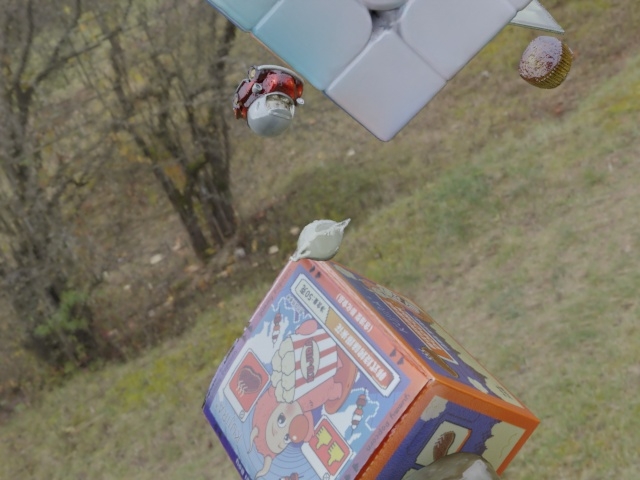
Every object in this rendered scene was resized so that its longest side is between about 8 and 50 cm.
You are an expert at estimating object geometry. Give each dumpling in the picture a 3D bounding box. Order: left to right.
[{"bbox_3d":[-0.002,-0.002,1.064,0.076,0.052,0.057,-66,20,0],"label":"dumpling"}]

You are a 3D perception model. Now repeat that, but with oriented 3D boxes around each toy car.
[{"bbox_3d":[-0.096,-0.237,1.586,0.139,0.112,0.112,-39,50,42],"label":"toy car"}]

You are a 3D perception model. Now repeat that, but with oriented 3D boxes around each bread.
[{"bbox_3d":[0.348,-0.281,1.365,0.085,0.053,0.085,-29,50,40],"label":"bread"}]

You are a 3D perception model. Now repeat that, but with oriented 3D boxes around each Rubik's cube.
[{"bbox_3d":[0.044,-0.337,0.916,0.291,0.290,0.291,-43,28,19],"label":"Rubik's cube"}]

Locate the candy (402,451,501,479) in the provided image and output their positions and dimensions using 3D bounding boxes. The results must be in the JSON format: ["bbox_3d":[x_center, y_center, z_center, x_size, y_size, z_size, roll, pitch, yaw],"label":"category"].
[{"bbox_3d":[0.111,0.331,0.989,0.234,0.104,0.102,-23,-4,-23],"label":"candy"}]

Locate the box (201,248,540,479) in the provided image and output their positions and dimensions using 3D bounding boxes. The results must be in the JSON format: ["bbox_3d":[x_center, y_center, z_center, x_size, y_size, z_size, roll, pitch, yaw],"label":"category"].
[{"bbox_3d":[0.052,0.252,1.258,0.318,0.257,0.348,-57,39,11],"label":"box"}]

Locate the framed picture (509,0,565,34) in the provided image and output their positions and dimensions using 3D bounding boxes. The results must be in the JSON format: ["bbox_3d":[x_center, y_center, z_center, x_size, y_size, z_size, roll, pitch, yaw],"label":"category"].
[{"bbox_3d":[0.351,-0.464,1.721,0.231,0.010,0.173,6,38,-16],"label":"framed picture"}]
